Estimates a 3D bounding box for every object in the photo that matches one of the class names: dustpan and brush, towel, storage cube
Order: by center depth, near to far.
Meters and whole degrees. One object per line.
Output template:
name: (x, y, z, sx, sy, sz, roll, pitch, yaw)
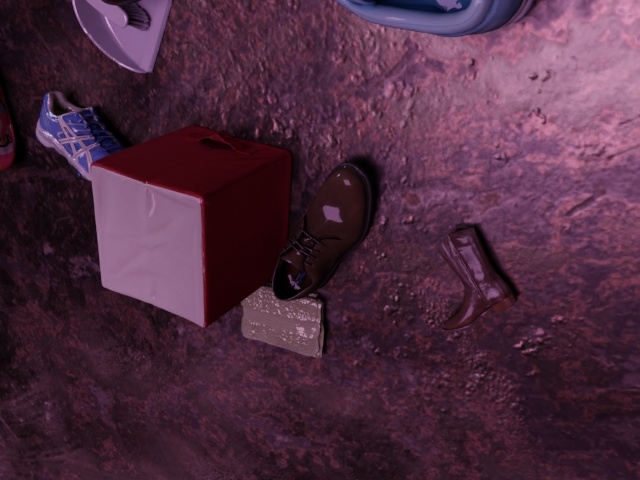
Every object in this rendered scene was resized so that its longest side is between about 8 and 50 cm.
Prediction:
storage cube: (-0.169, -0.030, 0.903, 0.184, 0.193, 0.214, 18, 121, 24)
dustpan and brush: (-0.315, -0.342, 0.930, 0.211, 0.060, 0.147, 37, 126, 12)
towel: (-0.059, 0.116, 1.008, 0.148, 0.027, 0.109, 12, 117, 27)

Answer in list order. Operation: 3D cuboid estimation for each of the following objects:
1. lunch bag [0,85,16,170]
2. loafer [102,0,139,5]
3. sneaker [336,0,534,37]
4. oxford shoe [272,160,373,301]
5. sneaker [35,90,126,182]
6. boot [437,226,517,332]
lunch bag: (-0.671, -0.251, 1.168, 0.258, 0.120, 0.292, 3, 112, 35)
loafer: (-0.190, -0.418, 0.760, 0.366, 0.130, 0.133, -39, 88, 33)
sneaker: (0.031, -0.301, 0.678, 0.366, 0.150, 0.135, 21, 121, 22)
oxford shoe: (0.000, 0.000, 0.874, 0.083, 0.096, 0.227, 35, 124, 16)
sneaker: (-0.362, -0.156, 1.035, 0.211, 0.080, 0.081, 30, 128, 15)
boot: (0.170, 0.047, 0.825, 0.106, 0.037, 0.114, -33, 96, 25)
